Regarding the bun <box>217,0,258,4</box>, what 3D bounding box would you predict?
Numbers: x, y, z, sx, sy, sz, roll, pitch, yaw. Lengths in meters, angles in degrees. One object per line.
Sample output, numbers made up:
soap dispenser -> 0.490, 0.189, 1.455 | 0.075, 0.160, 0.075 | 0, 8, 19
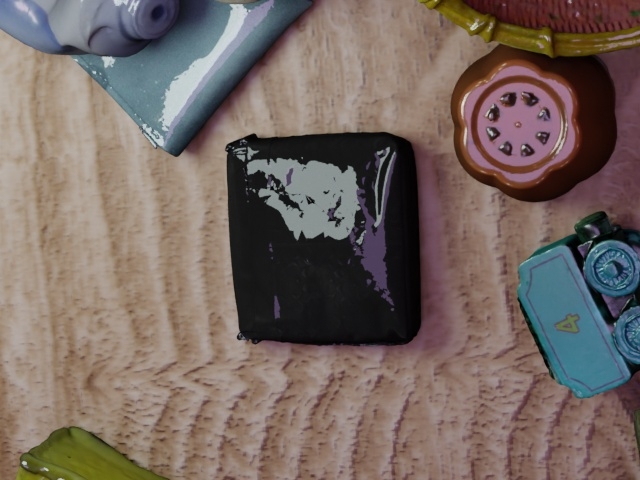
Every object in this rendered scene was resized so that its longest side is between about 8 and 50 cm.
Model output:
bun -> -0.102, -0.320, 1.588 | 0.173, 0.173, 0.120 | 45, 128, 5

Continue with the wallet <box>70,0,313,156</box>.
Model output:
wallet -> -0.190, -0.279, 1.716 | 0.290, 0.054, 0.251 | 42, 102, 7

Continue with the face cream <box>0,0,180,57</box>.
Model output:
face cream -> -0.322, -0.342, 1.694 | 0.420, 0.137, 0.235 | 33, 106, 28

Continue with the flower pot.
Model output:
flower pot -> 0.219, -0.124, 1.578 | 0.190, 0.173, 0.191 | 2, 99, 13

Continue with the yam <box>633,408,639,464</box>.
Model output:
yam -> 0.432, 0.311, 1.582 | 0.168, 0.168, 0.304 | -8, 94, 14

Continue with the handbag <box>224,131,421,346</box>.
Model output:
handbag -> 0.000, 0.000, 1.691 | 0.223, 0.080, 0.247 | -1, 96, 14

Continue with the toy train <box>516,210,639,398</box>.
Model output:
toy train -> 0.303, 0.075, 1.618 | 0.154, 0.107, 0.198 | -24, 90, 23

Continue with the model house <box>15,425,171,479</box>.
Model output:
model house -> -0.288, 0.372, 1.755 | 0.193, 0.175, 0.234 | 27, 99, 8

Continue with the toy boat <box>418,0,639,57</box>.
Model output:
toy boat -> 0.239, -0.255, 1.509 | 0.317, 0.099, 0.141 | 4, 82, -2
